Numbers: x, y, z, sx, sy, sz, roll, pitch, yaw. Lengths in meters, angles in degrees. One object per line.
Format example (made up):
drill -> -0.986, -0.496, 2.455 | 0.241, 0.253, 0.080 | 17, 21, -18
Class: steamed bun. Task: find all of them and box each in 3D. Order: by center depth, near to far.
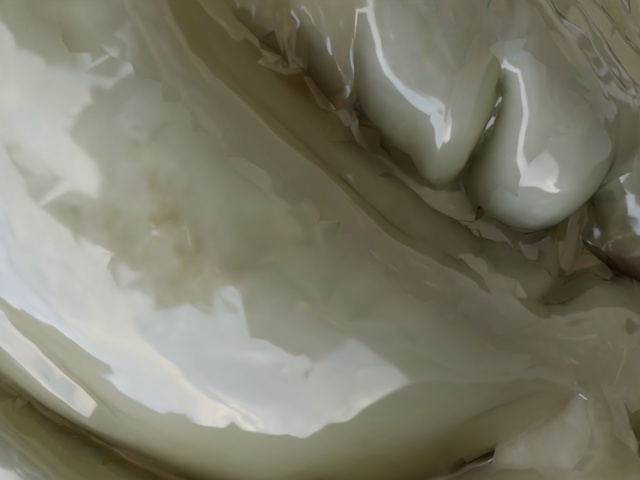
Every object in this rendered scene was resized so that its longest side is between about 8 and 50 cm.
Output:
steamed bun -> -0.002, -0.003, 0.473 | 0.289, 0.203, 0.276 | 10, -131, -63
